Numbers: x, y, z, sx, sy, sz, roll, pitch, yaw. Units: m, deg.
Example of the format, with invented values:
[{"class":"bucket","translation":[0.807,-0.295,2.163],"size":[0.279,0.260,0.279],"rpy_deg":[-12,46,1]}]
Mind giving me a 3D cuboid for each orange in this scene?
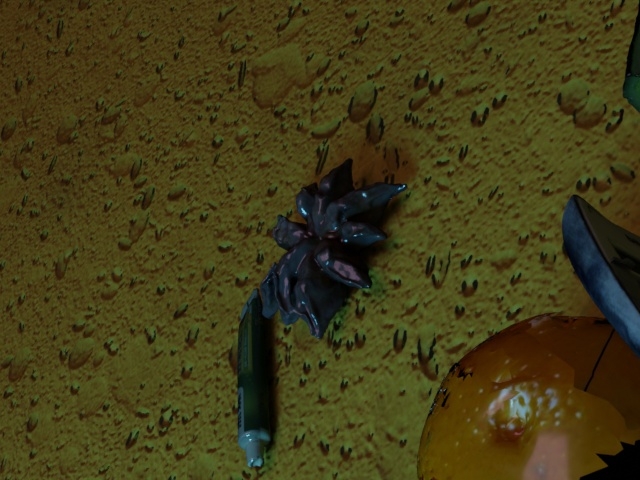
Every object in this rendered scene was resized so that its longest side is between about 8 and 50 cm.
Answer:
[{"class":"orange","translation":[0.176,0.161,1.126],"size":[0.234,0.182,0.234],"rpy_deg":[-27,38,24]}]

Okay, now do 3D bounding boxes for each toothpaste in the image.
[{"class":"toothpaste","translation":[-0.067,0.137,1.591],"size":[0.204,0.031,0.049],"rpy_deg":[-94,25,-42]}]

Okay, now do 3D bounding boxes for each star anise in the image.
[{"class":"star anise","translation":[0.000,0.000,1.578],"size":[0.195,0.065,0.182],"rpy_deg":[12,74,60]}]

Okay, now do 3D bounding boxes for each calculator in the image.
[{"class":"calculator","translation":[0.259,0.072,1.075],"size":[0.040,0.177,0.268],"rpy_deg":[-54,32,17]}]

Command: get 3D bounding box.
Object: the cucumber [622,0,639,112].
[{"class":"cucumber","translation":[0.305,-0.200,1.338],"size":[0.078,0.062,0.211],"rpy_deg":[7,60,19]}]
